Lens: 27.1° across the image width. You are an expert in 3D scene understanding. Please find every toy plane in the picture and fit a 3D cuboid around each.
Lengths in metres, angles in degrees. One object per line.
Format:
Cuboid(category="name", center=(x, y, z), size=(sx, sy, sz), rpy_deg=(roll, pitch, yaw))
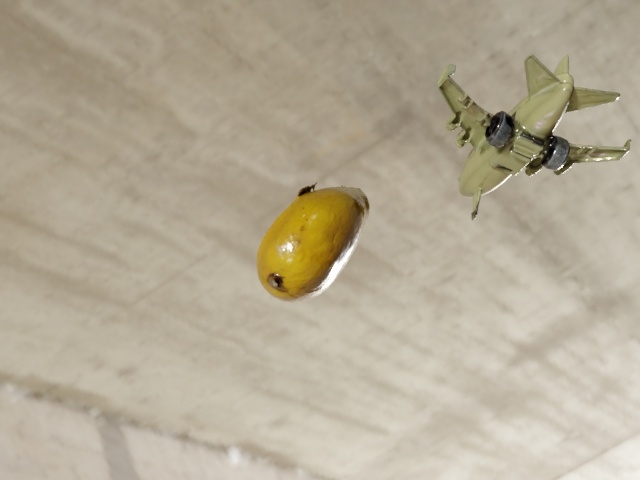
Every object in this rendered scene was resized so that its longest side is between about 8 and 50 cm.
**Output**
Cuboid(category="toy plane", center=(0.225, -0.117, 1.536), size=(0.242, 0.256, 0.104), rpy_deg=(20, -134, -15))

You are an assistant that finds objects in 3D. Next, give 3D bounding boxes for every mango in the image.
Cuboid(category="mango", center=(0.000, 0.000, 1.174), size=(0.066, 0.101, 0.187), rpy_deg=(27, -154, 13))
